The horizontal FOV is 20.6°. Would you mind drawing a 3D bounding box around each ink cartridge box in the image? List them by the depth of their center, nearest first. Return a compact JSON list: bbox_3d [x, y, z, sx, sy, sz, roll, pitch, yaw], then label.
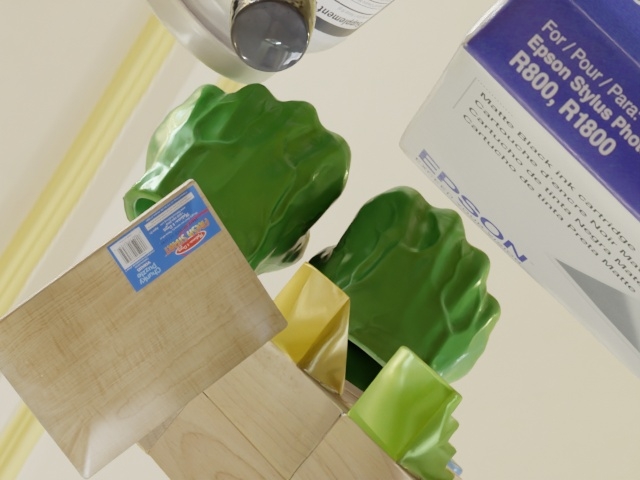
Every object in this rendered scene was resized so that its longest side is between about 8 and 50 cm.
[{"bbox_3d":[0.134,0.003,0.654,0.223,0.224,0.045,44,-101,3],"label":"ink cartridge box"}]

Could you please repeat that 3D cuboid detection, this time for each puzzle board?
[{"bbox_3d":[-0.090,0.043,0.857,0.128,0.011,0.096,-37,-62,-11],"label":"puzzle board"}]

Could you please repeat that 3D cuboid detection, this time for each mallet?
[{"bbox_3d":[-0.040,-0.161,0.759,0.039,0.189,0.062,-12,-145,9],"label":"mallet"}]

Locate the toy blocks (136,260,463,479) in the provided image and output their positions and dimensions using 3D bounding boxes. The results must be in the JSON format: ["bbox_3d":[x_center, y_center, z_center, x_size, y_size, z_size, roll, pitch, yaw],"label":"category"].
[{"bbox_3d":[0.056,0.184,1.019,0.190,0.261,0.381,-51,-136,2],"label":"toy blocks"}]

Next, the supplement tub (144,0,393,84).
[{"bbox_3d":[0.007,-0.255,1.248,0.191,0.272,0.191,42,-153,-27],"label":"supplement tub"}]

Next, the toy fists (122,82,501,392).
[{"bbox_3d":[0.000,0.000,1.247,0.279,0.096,0.142,36,-119,3],"label":"toy fists"}]
